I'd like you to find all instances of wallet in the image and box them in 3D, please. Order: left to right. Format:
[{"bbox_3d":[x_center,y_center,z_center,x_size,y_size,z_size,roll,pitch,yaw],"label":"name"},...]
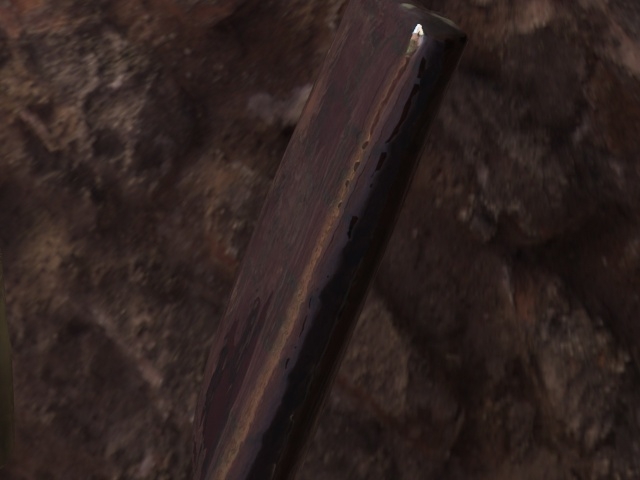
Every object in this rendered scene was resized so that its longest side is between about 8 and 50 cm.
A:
[{"bbox_3d":[0.000,0.000,0.608,0.049,0.182,0.229,19,-76,-8],"label":"wallet"}]

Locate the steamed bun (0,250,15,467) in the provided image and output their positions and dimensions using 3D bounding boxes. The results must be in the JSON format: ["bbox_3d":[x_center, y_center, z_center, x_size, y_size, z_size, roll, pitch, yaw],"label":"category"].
[{"bbox_3d":[-0.337,0.077,1.168,0.155,0.250,0.200,-5,-59,-13],"label":"steamed bun"}]
